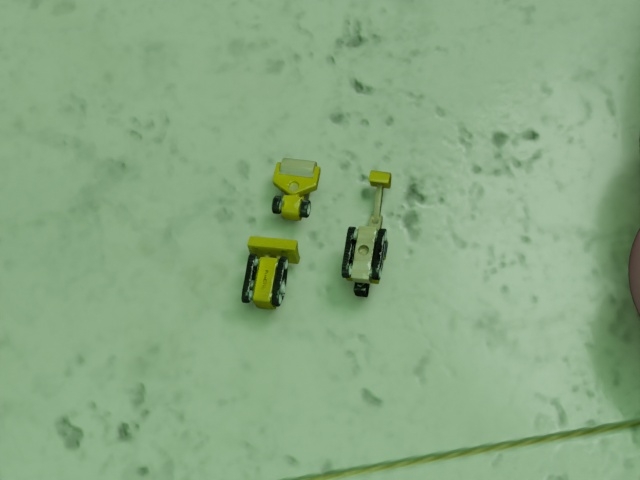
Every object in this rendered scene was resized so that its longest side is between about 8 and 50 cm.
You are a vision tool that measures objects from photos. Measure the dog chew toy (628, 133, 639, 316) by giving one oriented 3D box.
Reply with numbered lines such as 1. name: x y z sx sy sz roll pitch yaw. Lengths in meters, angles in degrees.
1. dog chew toy: 0.285 -0.069 1.171 0.207 0.206 0.331 22 80 6

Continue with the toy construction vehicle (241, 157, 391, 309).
1. toy construction vehicle: 0.000 0.000 1.223 0.086 0.035 0.098 3 68 11
